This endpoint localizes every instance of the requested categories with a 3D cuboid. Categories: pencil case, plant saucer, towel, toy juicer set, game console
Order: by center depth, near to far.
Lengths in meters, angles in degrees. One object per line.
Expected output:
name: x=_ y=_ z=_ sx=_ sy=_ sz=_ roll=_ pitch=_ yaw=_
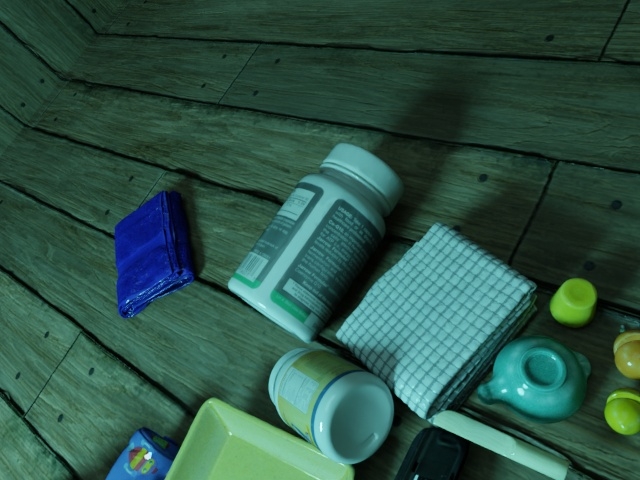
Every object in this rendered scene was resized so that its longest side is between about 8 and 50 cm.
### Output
game console: x=0.119 y=0.432 z=0.792 sx=0.213 sy=0.044 sz=0.361 roll=-3 pitch=44 yaw=49
toy juicer set: x=0.353 y=0.227 z=0.828 sx=0.329 sy=0.089 sz=0.209 roll=-43 pitch=61 yaw=-11
plant saucer: x=-0.130 y=0.480 z=0.942 sx=0.332 sy=0.081 sz=0.333 roll=14 pitch=69 yaw=32
towel: x=0.199 y=0.134 z=0.957 sx=0.284 sy=0.121 sz=0.235 roll=-48 pitch=47 yaw=-3
pencil case: x=-0.373 y=0.502 z=1.060 sx=0.119 sy=0.133 sz=0.306 roll=33 pitch=80 yaw=9
towel: x=-0.443 y=0.023 z=1.447 sx=0.227 sy=0.076 sz=0.308 roll=-29 pitch=50 yaw=11

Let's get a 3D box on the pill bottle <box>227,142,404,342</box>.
pill bottle: x=0.000 y=0.000 z=1.105 sx=0.204 sy=0.204 sz=0.361 roll=26 pitch=76 yaw=40

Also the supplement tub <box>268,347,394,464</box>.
supplement tub: x=0.011 y=0.266 z=0.939 sx=0.144 sy=0.144 sz=0.199 roll=-57 pitch=29 yaw=-13
